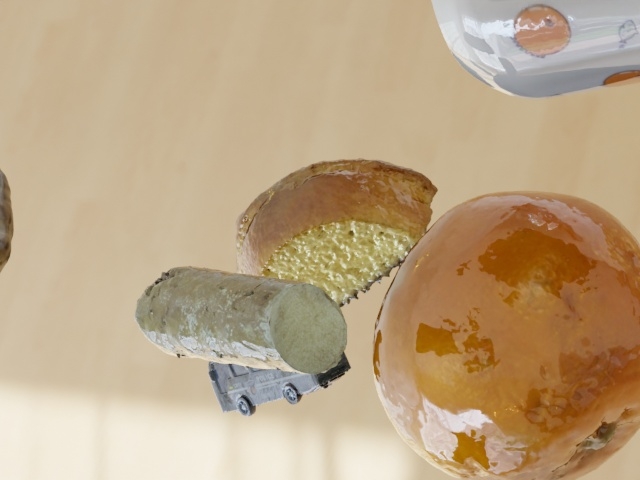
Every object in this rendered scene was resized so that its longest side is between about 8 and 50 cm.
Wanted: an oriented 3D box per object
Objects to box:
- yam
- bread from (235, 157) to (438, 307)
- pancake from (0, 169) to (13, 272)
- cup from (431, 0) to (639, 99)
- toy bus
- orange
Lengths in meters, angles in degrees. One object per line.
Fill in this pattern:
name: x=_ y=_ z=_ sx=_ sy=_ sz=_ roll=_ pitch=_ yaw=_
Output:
yam: x=-0.063 y=0.061 z=1.473 sx=0.179 sy=0.078 sz=0.078 roll=7 pitch=74 yaw=48
bread: x=-0.010 y=-0.002 z=2.015 sx=0.260 sy=0.134 sz=0.129 roll=-39 pitch=30 yaw=23
pancake: x=-0.291 y=-0.050 z=1.008 sx=0.049 sy=0.294 sz=0.294 roll=-60 pitch=38 yaw=30
cup: x=0.245 y=-0.221 z=1.393 sx=0.317 sy=0.212 sz=0.212 roll=-10 pitch=61 yaw=22
toy bus: x=-0.040 y=0.117 z=1.744 sx=0.166 sy=0.047 sz=0.065 roll=-19 pitch=95 yaw=52
orange: x=0.169 y=0.084 z=1.623 sx=0.261 sy=0.261 sz=0.261 roll=-22 pitch=55 yaw=36
